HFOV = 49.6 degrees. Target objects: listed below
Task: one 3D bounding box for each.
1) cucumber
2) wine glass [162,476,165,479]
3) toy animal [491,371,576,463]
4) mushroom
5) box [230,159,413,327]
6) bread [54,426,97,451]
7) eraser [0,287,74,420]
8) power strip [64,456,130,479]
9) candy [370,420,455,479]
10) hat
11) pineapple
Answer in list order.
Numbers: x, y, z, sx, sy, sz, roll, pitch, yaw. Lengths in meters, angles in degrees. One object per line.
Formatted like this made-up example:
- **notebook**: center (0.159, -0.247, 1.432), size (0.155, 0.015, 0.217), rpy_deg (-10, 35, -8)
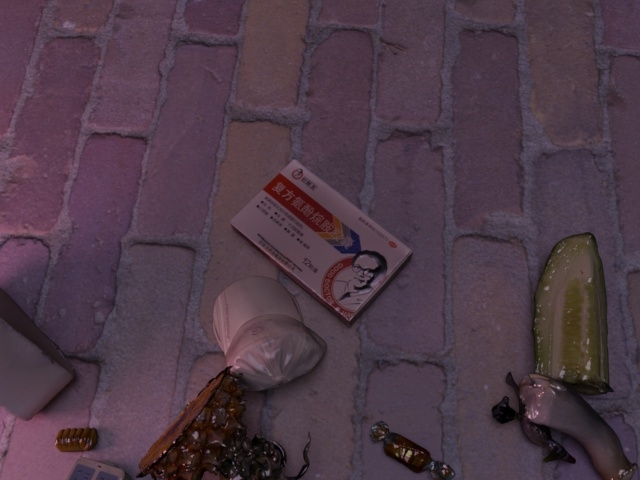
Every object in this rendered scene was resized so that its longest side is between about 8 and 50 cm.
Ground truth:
- **cucumber**: center (0.517, 0.148, 1.414), size (0.145, 0.105, 0.325), rpy_deg (-6, 64, 30)
- **wine glass**: center (-0.327, 0.578, 1.301), size (0.074, 0.074, 0.262), rpy_deg (19, 71, 11)
- **toy animal**: center (0.414, 0.358, 1.347), size (0.105, 0.070, 0.202), rpy_deg (-35, 67, -26)
- **mushroom**: center (0.486, 0.350, 1.305), size (0.278, 0.099, 0.096), rpy_deg (42, 40, -6)
- **box**: center (0.000, 0.000, 1.527), size (0.353, 0.069, 0.214), rpy_deg (40, 75, 16)
- **bread**: center (-0.497, 0.403, 1.402), size (0.088, 0.033, 0.049), rpy_deg (-1, 61, 4)
- **eraser**: center (-0.691, 0.185, 1.414), size (0.331, 0.331, 0.150), rpy_deg (41, 77, 18)
- **power strip**: center (-0.463, 0.543, 1.306), size (0.118, 0.046, 0.270), rpy_deg (12, 58, 15)
- **candy**: center (0.176, 0.415, 1.347), size (0.182, 0.046, 0.053), rpy_deg (29, 70, 17)
- **hat**: center (-0.117, 0.180, 1.420), size (0.220, 0.164, 0.225), rpy_deg (-22, 89, -7)
- **pineapple**: center (-0.157, 0.417, 1.298), size (0.272, 0.262, 0.262), rpy_deg (43, 74, -5)
